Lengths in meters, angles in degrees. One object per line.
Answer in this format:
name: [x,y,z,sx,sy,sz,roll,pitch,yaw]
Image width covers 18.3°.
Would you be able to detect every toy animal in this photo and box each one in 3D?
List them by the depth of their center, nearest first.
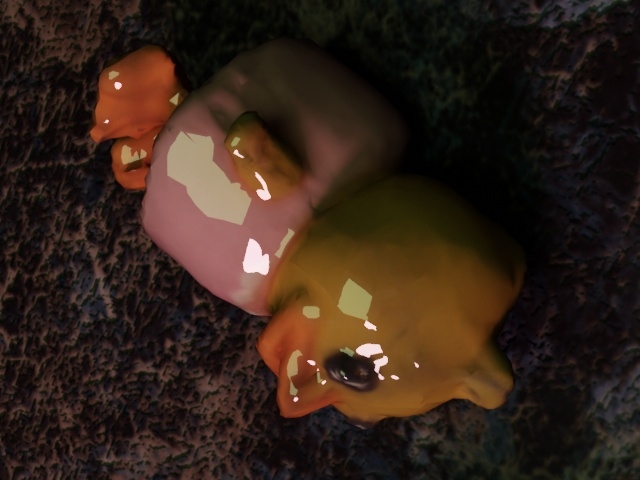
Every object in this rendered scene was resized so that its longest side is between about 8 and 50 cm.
toy animal: [0.004,-0.001,1.159,0.169,0.195,0.281,-36,68,-9]
